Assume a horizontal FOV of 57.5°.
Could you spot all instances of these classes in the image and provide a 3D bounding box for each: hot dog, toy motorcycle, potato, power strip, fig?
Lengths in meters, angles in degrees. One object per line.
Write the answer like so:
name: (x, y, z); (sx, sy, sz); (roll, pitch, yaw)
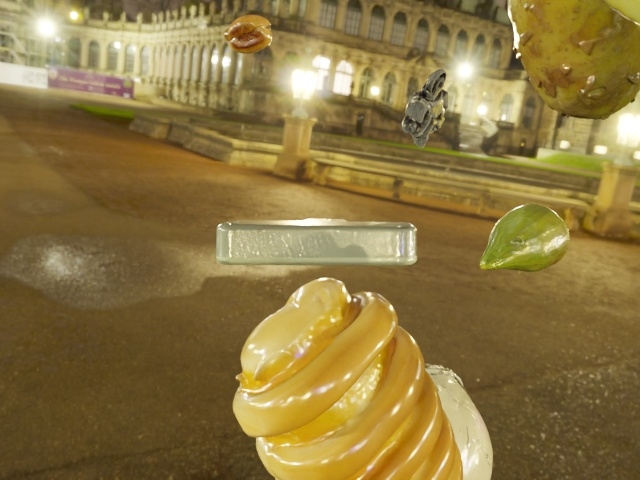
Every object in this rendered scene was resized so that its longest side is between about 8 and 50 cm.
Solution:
hot dog: (-0.183, -0.514, 1.459); (0.140, 0.090, 0.060); (-11, 21, 25)
toy motorcycle: (0.208, -0.252, 1.173); (0.061, 0.124, 0.193); (38, -12, 20)
potato: (0.323, -0.286, 0.730); (0.176, 0.298, 0.141); (8, 48, 47)
power strip: (0.000, 0.001, 0.824); (0.264, 0.059, 0.193); (0, 5, 6)
fig: (0.478, -0.007, 1.370); (0.233, 0.167, 0.167); (1, 14, -39)

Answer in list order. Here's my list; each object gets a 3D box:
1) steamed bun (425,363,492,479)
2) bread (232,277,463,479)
steamed bun: (0.239, 0.423, 1.244); (0.333, 0.233, 0.312); (26, 31, -51)
bread: (0.038, 0.178, 0.522); (0.173, 0.311, 0.121); (-42, 37, -23)
